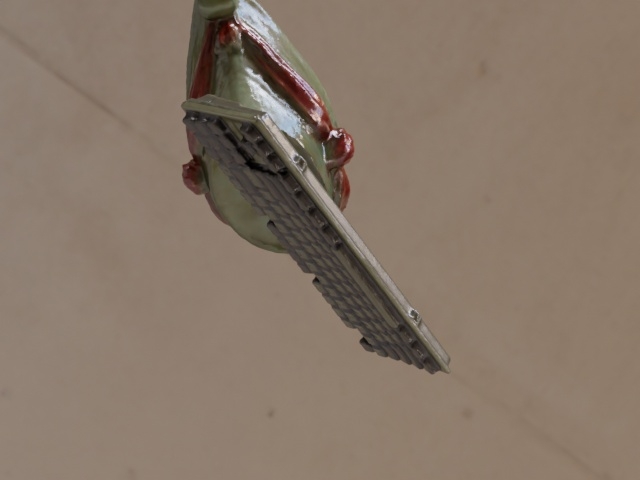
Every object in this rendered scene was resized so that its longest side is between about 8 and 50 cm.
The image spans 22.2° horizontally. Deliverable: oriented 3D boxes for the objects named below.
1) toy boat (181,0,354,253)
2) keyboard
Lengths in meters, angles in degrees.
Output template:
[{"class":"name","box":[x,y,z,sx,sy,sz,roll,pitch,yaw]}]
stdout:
[{"class":"toy boat","box":[-0.027,-0.049,0.827,0.185,0.089,0.071,68,13,-47]},{"class":"keyboard","box":[0.000,0.000,0.574,0.049,0.015,0.129,24,-24,55]}]
